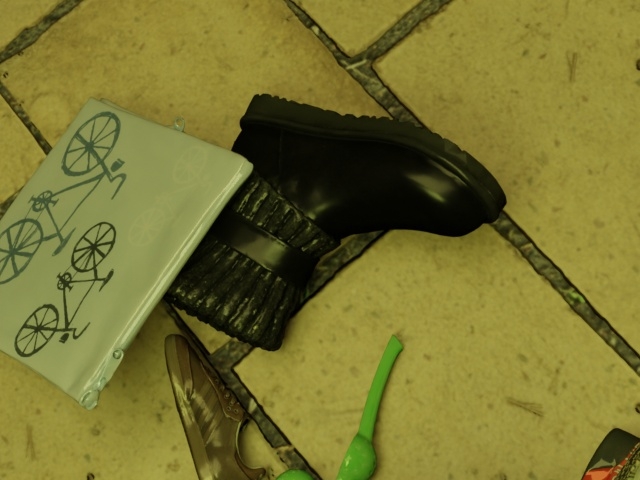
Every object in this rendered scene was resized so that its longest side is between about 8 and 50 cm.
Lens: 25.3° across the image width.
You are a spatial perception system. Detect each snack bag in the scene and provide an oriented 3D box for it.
[{"bbox_3d":[-0.246,-0.002,1.566,0.343,0.037,0.323,21,73,47],"label":"snack bag"}]

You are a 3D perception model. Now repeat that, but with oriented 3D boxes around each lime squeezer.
[{"bbox_3d":[-0.016,0.223,1.453,0.310,0.059,0.110,-33,85,-13],"label":"lime squeezer"}]

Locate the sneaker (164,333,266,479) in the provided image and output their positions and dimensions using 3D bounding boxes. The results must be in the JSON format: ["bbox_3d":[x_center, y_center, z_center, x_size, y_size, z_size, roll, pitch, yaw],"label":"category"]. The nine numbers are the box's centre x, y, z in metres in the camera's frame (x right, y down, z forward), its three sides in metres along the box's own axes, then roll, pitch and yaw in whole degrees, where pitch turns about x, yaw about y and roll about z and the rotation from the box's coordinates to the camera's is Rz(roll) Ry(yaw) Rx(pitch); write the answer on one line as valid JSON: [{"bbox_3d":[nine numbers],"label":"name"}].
[{"bbox_3d":[-0.114,0.183,1.521,0.071,0.066,0.188,-15,70,-9],"label":"sneaker"}]

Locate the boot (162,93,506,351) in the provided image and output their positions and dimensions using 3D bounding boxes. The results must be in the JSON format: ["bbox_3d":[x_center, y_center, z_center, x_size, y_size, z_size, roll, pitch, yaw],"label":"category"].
[{"bbox_3d":[0.001,0.002,1.503,0.348,0.131,0.260,16,68,35],"label":"boot"}]

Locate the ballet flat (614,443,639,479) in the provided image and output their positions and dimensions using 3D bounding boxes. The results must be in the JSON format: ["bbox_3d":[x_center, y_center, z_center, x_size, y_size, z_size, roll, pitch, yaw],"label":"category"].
[{"bbox_3d":[0.390,0.166,1.248,0.483,0.182,0.164,-40,58,-21],"label":"ballet flat"}]

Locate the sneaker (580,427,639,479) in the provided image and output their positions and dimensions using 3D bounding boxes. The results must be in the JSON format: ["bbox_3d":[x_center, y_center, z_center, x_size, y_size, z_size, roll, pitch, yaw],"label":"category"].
[{"bbox_3d":[0.281,0.320,1.335,0.145,0.090,0.270,25,75,25],"label":"sneaker"}]
